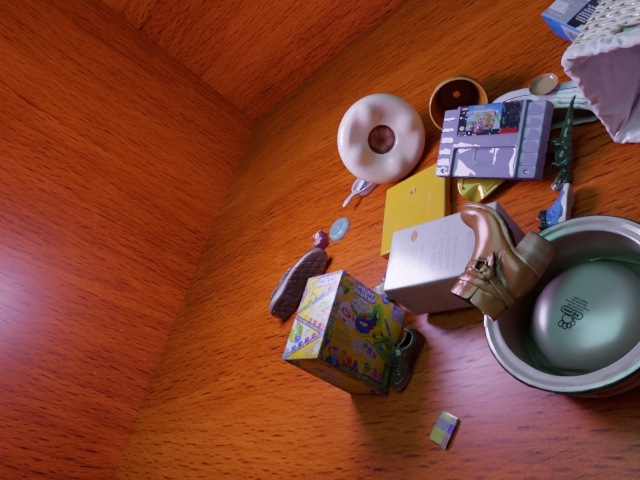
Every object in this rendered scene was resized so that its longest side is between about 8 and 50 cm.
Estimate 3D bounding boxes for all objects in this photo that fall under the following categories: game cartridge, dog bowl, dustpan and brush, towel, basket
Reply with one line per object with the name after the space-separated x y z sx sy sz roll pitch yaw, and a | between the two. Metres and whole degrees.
0.348 -0.110 1.820 0.285 0.052 0.324 -27 42 42 | game cartridge
0.571 0.155 1.083 0.408 0.150 0.408 -37 34 30 | dog bowl
0.171 -0.223 2.190 0.211 0.060 0.147 -59 28 -6 | dustpan and brush
0.516 -0.303 1.534 0.355 0.068 0.230 10 97 52 | game cartridge
0.314 0.481 1.278 0.060 0.009 0.083 9 67 60 | towel
0.811 -0.428 1.144 0.267 0.331 0.328 -59 29 -11 | basket

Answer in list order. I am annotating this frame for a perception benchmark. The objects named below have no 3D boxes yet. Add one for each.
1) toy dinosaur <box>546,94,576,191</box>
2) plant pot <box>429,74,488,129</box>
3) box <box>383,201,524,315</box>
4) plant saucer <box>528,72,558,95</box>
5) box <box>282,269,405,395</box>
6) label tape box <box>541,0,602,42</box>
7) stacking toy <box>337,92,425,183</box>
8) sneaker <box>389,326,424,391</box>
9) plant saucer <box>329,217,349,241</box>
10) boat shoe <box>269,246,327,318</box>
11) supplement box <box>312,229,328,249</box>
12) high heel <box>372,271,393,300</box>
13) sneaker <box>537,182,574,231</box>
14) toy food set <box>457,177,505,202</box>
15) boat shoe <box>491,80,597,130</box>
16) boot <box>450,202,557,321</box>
0.669 -0.267 1.430 0.118 0.064 0.268 3 87 60 | toy dinosaur
0.510 -0.526 1.872 0.205 0.205 0.188 -38 17 29 | plant pot
0.377 0.062 1.430 0.345 0.168 0.215 -18 46 42 | box
0.660 -0.457 1.484 0.083 0.015 0.084 -24 47 28 | plant saucer
0.081 0.289 1.544 0.177 0.290 0.279 -18 45 49 | box
0.921 -0.789 1.584 0.348 0.115 0.249 -45 30 22 | label tape box
0.225 -0.439 2.162 0.351 0.350 0.480 -51 12 7 | stacking toy
0.237 0.344 1.476 0.066 0.071 0.189 -1 58 56 | sneaker
0.078 -0.052 2.194 0.119 0.021 0.119 -37 33 29 | plant saucer
-0.110 0.163 2.141 0.355 0.132 0.130 -51 29 6 | boat shoe
0.000 0.000 2.235 0.055 0.043 0.083 -41 32 22 | supplement box
0.258 0.116 1.698 0.261 0.093 0.186 -50 0 -24 | high heel
0.625 -0.084 1.346 0.084 0.058 0.152 -5 62 45 | sneaker
0.547 -0.211 1.606 0.218 0.071 0.128 -44 54 24 | toy food set
0.666 -0.368 1.531 0.367 0.135 0.157 1 64 46 | boat shoe
0.388 0.046 1.201 0.220 0.109 0.283 -51 46 3 | boot
